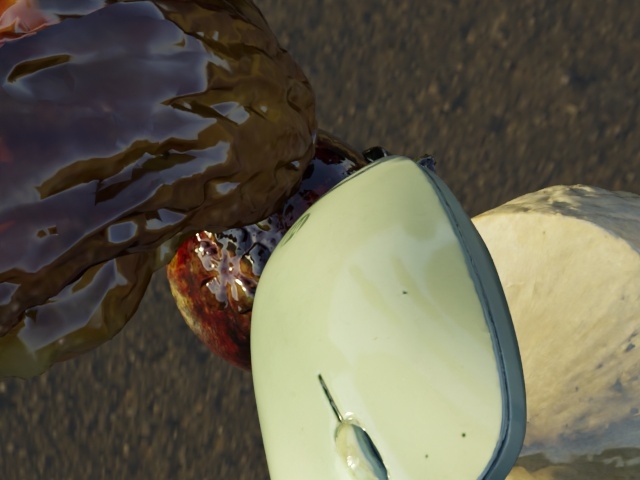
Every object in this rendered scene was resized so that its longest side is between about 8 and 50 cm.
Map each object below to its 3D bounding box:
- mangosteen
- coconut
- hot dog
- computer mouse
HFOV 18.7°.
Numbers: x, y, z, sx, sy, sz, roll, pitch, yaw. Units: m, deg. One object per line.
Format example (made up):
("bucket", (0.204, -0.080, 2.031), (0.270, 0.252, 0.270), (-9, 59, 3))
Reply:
("mangosteen", (0.000, 0.000, 1.756), (0.289, 0.231, 0.231), (-19, 64, -43))
("coconut", (0.182, 0.108, 1.539), (0.329, 0.329, 0.329), (3, 62, -6))
("hot dog", (-0.150, -0.046, 0.754), (0.267, 0.174, 0.387), (-30, 29, -4))
("computer mouse", (0.021, 0.057, 1.030), (0.097, 0.159, 0.288), (39, 23, -22))
